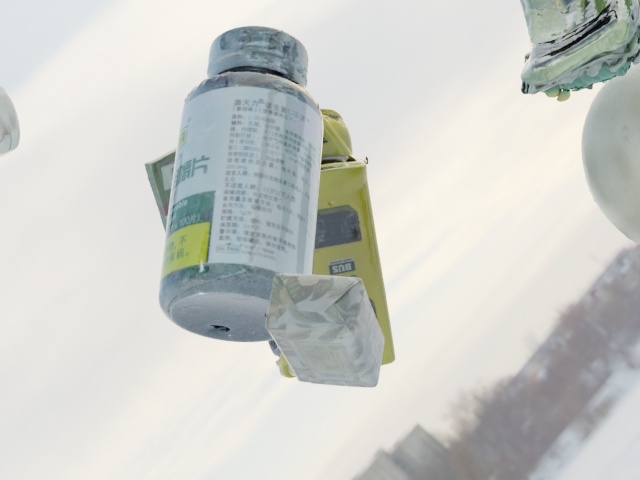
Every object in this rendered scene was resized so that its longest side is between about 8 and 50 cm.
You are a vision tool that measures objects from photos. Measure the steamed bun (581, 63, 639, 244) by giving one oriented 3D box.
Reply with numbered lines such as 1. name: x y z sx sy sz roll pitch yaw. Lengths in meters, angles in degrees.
1. steamed bun: 0.402 -0.101 1.466 0.232 0.232 0.145 -45 -4 -18

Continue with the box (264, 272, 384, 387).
1. box: 0.004 0.059 0.882 0.098 0.062 0.045 71 -154 -61

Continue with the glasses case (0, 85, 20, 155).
1. glasses case: -0.394 -0.124 1.548 0.051 0.081 0.204 -21 4 -35

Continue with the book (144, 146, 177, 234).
1. book: -0.146 -0.033 2.058 0.201 0.026 0.289 -32 -55 -31

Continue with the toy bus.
1. toy bus: 0.000 0.000 1.692 0.145 0.331 0.151 -11 3 -19

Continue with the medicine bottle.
1. medicine bottle: -0.070 -0.059 1.305 0.141 0.141 0.293 101 174 -64

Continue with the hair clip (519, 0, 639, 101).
1. hair clip: 0.251 -0.232 1.316 0.138 0.091 0.321 -25 36 23
